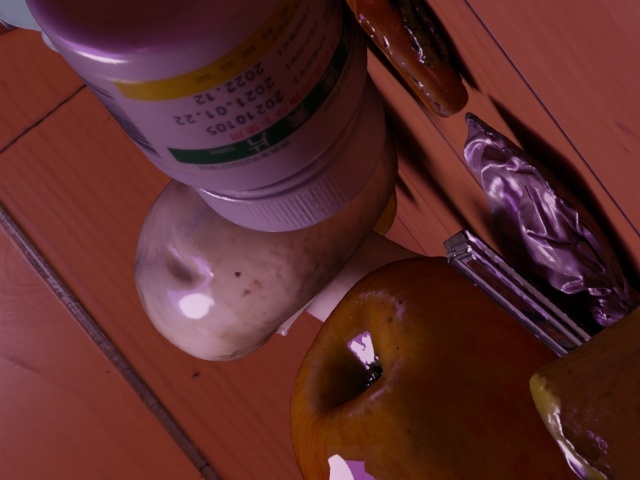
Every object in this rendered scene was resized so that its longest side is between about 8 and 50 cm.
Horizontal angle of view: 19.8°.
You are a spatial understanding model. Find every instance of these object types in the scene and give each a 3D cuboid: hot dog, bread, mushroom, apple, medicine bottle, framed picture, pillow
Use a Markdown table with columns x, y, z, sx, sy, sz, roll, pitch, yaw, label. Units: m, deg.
| x | y | z | sx | sy | sz | roll | pitch | yaw | label |
| --- | --- | --- | --- | --- | --- | --- | --- | --- | --- |
| 0.063 | -0.131 | 1.217 | 0.133 | 0.041 | 0.056 | 46 | -170 | -40 | hot dog |
| 0.201 | 0.109 | 1.141 | 0.129 | 0.114 | 0.111 | 51 | 179 | -2 | bread |
| -0.020 | -0.029 | 1.847 | 0.315 | 0.356 | 0.315 | -12 | -90 | -83 | mushroom |
| 0.105 | 0.149 | 1.674 | 0.301 | 0.301 | 0.301 | 52 | 178 | 2 | apple |
| -0.074 | -0.152 | 1.433 | 0.208 | 0.208 | 0.340 | 51 | 178 | 30 | medicine bottle |
| 0.194 | 0.087 | 1.302 | 0.273 | 0.016 | 0.216 | 40 | 179 | 3 | framed picture |
| 0.175 | 0.024 | 1.239 | 0.248 | 0.049 | 0.135 | 50 | 176 | -35 | pillow |

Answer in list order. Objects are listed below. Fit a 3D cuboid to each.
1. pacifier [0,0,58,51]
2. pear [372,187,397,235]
| x | y | z | sx | sy | sz | roll | pitch | yaw | label |
| --- | --- | --- | --- | --- | --- | --- | --- | --- | --- |
| -0.207 | -0.318 | 2.031 | 0.343 | 0.288 | 0.269 | 23 | -126 | -40 | pacifier |
| 0.013 | -0.054 | 2.166 | 0.162 | 0.149 | 0.149 | 58 | -179 | 22 | pear |
